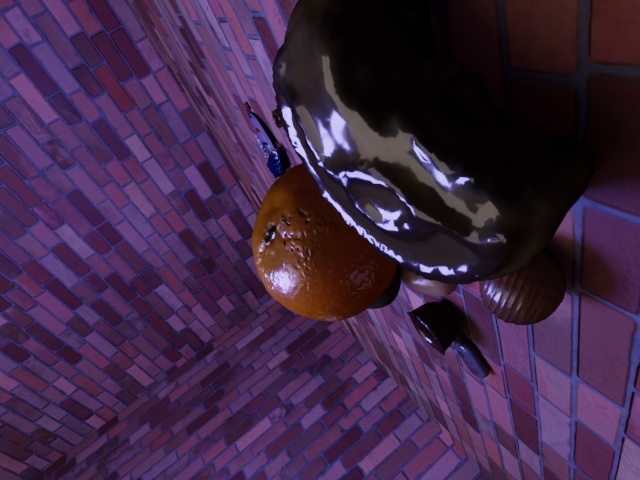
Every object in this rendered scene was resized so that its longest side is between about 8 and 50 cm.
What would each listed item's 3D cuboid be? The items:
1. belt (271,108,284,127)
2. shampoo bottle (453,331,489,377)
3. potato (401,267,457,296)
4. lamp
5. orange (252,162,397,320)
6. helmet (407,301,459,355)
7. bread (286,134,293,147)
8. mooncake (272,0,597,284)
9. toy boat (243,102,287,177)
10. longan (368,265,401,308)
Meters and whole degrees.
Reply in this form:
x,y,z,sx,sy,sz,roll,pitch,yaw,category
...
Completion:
x,y,z,sx,sy,sz,roll,pitch,yaw,category
-0.130,-0.399,1.360,0.059,0.036,0.083,61,167,-2,belt
0.433,0.330,1.247,0.165,0.040,0.080,54,170,-8,shampoo bottle
0.272,0.085,1.038,0.147,0.112,0.112,23,148,54,potato
0.329,0.072,0.695,0.136,0.136,0.136,50,168,15,lamp
0.000,0.000,1.079,0.423,0.325,0.425,3,93,51,orange
0.335,0.238,1.203,0.155,0.106,0.175,50,170,27,helmet
-0.077,-0.321,1.397,0.110,0.024,0.110,51,167,17,bread
0.135,-0.145,0.545,0.393,0.246,0.394,28,148,42,mooncake
-0.210,-0.393,1.661,0.219,0.071,0.319,37,150,61,toy boat
0.139,0.099,1.329,0.246,0.214,0.246,-16,-90,-82,longan
